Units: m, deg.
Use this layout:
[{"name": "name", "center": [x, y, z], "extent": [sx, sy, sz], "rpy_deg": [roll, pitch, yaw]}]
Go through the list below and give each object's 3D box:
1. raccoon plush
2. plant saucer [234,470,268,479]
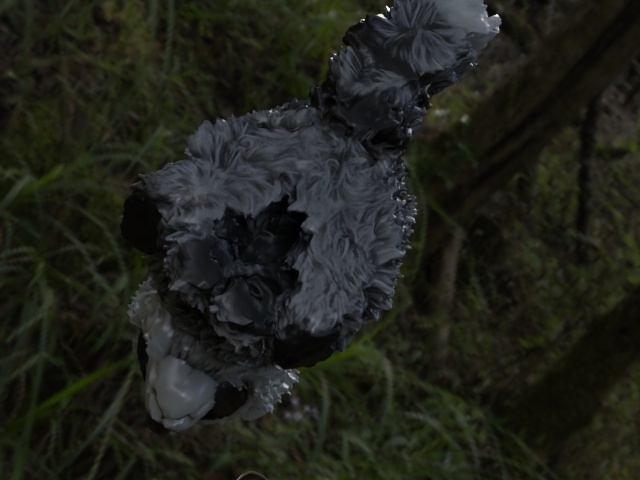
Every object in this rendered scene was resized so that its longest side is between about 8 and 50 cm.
[{"name": "raccoon plush", "center": [0.000, 0.000, 1.049], "extent": [0.216, 0.446, 0.299], "rpy_deg": [50, -19, 11]}, {"name": "plant saucer", "center": [-0.054, 0.266, 0.884], "extent": [0.168, 0.029, 0.168], "rpy_deg": [-14, 90, -75]}]
